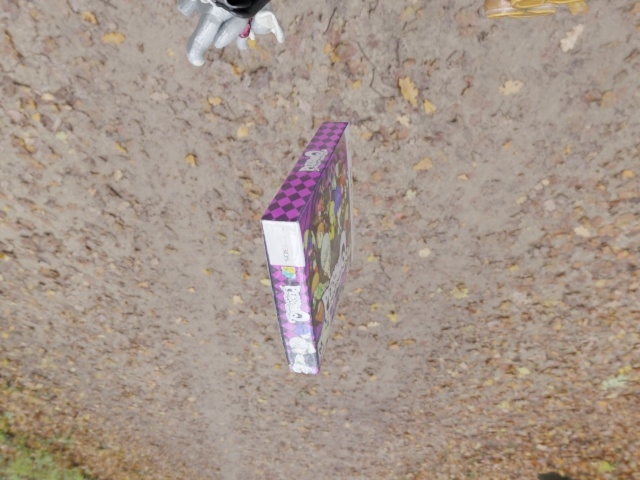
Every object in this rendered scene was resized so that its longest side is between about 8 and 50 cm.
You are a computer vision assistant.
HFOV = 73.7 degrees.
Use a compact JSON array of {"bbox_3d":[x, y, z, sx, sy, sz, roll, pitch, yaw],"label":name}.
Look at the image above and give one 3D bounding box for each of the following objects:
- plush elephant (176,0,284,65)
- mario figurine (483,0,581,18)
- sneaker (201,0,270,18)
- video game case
[{"bbox_3d":[-0.266,-0.726,1.379,0.330,0.271,0.255,-35,154,31],"label":"plush elephant"},{"bbox_3d":[0.232,-0.381,0.369,0.170,0.198,0.320,-17,113,-30],"label":"mario figurine"},{"bbox_3d":[-0.281,-0.565,0.868,0.448,0.257,0.169,-12,135,-18],"label":"sneaker"},{"bbox_3d":[0.000,0.000,0.509,0.042,0.232,0.210,5,127,14],"label":"video game case"}]
